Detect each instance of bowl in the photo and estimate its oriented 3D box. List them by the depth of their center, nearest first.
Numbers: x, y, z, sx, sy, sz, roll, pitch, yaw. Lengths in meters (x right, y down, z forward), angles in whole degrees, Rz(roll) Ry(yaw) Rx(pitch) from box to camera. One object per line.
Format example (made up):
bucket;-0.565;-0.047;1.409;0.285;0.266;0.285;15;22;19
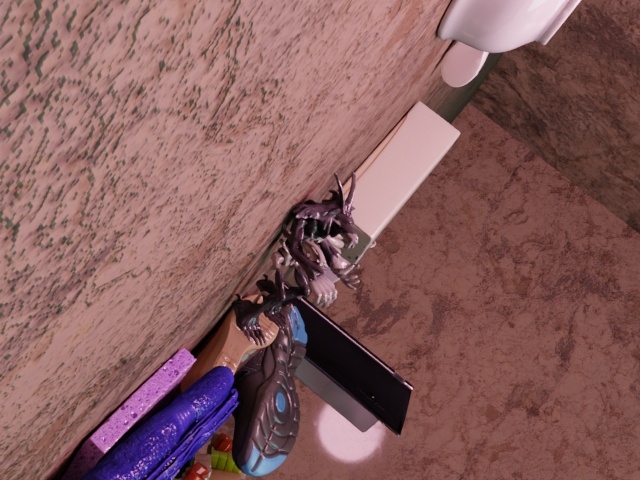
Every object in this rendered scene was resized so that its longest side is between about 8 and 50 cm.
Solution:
bowl;0.306;-0.370;1.046;0.298;0.134;0.298;-50;175;-6

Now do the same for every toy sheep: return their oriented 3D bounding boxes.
toy sheep;0.000;0.000;1.304;0.091;0.091;0.132;-8;123;-84

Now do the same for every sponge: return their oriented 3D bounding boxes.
sponge;-0.250;0.236;0.995;0.117;0.031;0.210;-54;175;34

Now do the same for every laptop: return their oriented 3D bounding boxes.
laptop;-0.015;0.301;1.651;0.236;0.382;0.408;-46;174;-42

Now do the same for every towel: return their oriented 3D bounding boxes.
towel;-0.236;0.313;1.003;0.227;0.076;0.308;-53;172;27

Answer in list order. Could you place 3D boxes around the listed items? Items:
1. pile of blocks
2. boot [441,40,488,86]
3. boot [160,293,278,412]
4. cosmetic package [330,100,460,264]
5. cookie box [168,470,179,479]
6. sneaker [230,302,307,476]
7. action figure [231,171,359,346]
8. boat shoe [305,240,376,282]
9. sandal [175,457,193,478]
pile of blocks;-0.270;0.582;1.816;0.362;0.149;0.112;-43;154;-60
boot;0.283;-0.357;1.321;0.086;0.069;0.190;-44;171;-37
boot;-0.185;0.202;1.257;0.207;0.090;0.248;-37;-171;34
cosmetic package;0.131;-0.114;1.499;0.309;0.113;0.160;-50;176;-24
cookie box;-0.381;0.527;1.669;0.107;0.092;0.040;-53;178;24
sneaker;-0.112;0.262;1.305;0.140;0.125;0.341;-12;-144;18
action figure;-0.010;0.034;1.106;0.275;0.141;0.164;-52;164;27
boat shoe;0.074;-0.025;1.652;0.306;0.113;0.105;-60;162;-6
sandal;-0.366;0.529;1.895;0.054;0.097;0.254;-49;165;-46
